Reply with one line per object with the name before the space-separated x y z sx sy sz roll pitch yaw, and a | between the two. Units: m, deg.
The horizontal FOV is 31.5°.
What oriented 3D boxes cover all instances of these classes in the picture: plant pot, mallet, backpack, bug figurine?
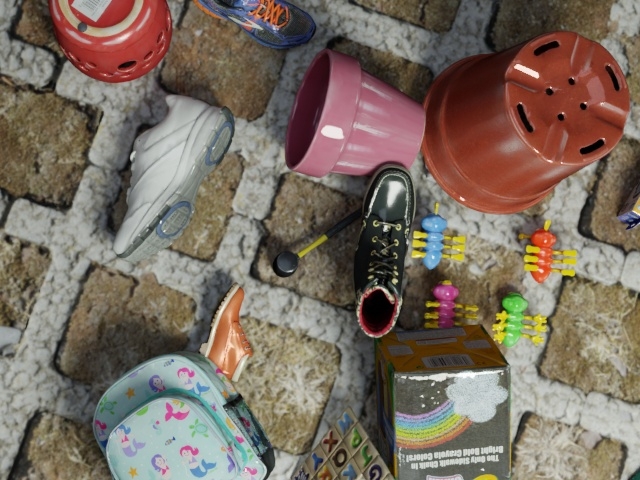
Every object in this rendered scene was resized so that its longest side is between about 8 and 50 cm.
plant pot | -0.336 -0.362 1.813 0.191 0.174 0.191 0 85 -5
mallet | 0.000 0.000 1.858 0.190 0.062 0.039 -35 87 -21
backpack | -0.220 0.300 1.730 0.225 0.191 0.253 -33 80 9
plant pot | 0.323 -0.192 1.753 0.272 0.265 0.272 2 83 -15
bug figurine | 0.265 0.059 1.833 0.279 0.072 0.216 8 90 -13
plant pot | 0.060 -0.184 1.811 0.180 0.201 0.201 16 82 -16

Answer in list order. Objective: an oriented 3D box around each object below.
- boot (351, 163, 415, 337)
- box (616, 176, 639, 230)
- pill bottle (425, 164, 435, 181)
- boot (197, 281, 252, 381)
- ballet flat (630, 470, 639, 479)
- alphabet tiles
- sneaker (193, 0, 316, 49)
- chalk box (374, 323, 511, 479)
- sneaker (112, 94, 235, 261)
boot | 0.101 0.017 1.745 0.085 0.178 0.236 10 113 -4
box | 0.535 -0.080 1.868 0.028 0.081 0.136 33 82 1
pill bottle | 0.198 -0.139 1.876 0.043 0.043 0.083 13 83 -1
boot | -0.141 0.149 1.821 0.085 0.059 0.157 20 91 -3
ballet flat | 0.512 0.425 1.817 0.221 0.077 0.079 -37 105 -2
alphabet tiles | 0.012 0.402 1.735 0.009 0.198 0.237 27 107 -35
sneaker | -0.113 -0.382 1.868 0.221 0.087 0.083 21 83 0
chalk box | 0.185 0.297 1.736 0.180 0.179 0.288 -3 107 -5
sneaker | -0.256 -0.101 1.833 0.129 0.111 0.297 26 78 16
